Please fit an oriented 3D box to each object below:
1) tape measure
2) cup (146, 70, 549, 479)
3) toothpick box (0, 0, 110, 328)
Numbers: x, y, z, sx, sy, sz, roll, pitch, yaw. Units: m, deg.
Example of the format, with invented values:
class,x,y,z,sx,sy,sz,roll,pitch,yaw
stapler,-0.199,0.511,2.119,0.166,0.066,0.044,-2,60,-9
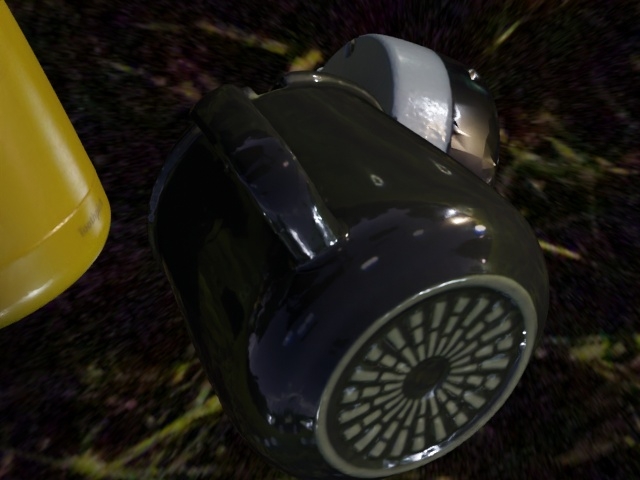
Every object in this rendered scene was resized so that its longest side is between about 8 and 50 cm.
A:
class,x,y,z,sx,sy,sz,roll,pitch,yaw
tape measure,0.031,-0.039,0.930,0.107,0.182,0.181,17,111,-22
cup,0.000,0.000,0.713,0.169,0.223,0.176,-35,47,-1
toothpick box,-0.254,-0.086,0.888,0.175,0.175,0.271,-20,117,5
